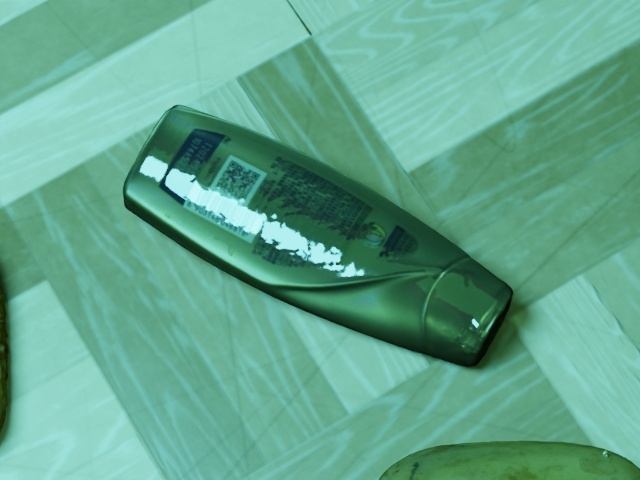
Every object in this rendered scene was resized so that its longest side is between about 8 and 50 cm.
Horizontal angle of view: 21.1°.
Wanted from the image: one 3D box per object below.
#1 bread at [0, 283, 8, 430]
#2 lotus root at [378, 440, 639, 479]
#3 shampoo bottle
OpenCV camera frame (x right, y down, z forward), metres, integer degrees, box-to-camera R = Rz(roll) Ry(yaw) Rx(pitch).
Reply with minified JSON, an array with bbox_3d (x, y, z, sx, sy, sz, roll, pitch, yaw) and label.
[{"bbox_3d":[-0.324,0.093,1.496,0.103,0.065,0.187,-9,71,-2],"label":"bread"},{"bbox_3d":[0.168,0.244,1.395,0.284,0.146,0.160,2,87,-2],"label":"lotus root"},{"bbox_3d":[0.000,0.000,1.518,0.350,0.084,0.126,26,74,9],"label":"shampoo bottle"}]
